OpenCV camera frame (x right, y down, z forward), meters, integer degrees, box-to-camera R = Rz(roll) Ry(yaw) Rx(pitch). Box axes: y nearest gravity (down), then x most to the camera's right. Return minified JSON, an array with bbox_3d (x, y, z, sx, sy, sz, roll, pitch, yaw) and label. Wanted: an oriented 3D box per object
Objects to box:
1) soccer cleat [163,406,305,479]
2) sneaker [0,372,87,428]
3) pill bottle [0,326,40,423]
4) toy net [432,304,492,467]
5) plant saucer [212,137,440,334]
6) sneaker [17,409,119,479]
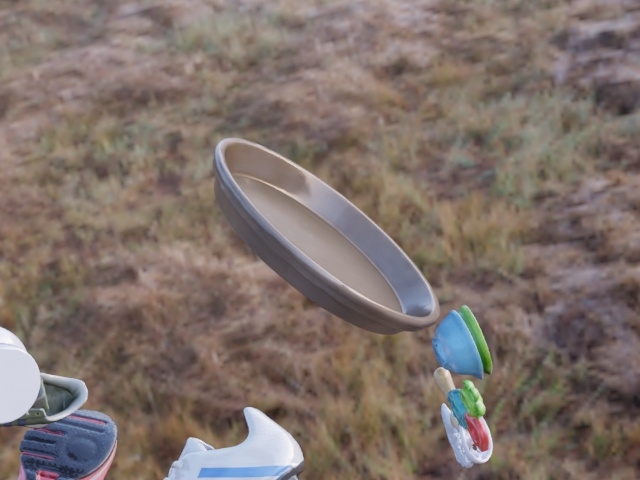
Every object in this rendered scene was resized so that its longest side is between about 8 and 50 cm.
[{"bbox_3d":[-0.177,0.357,1.863,0.331,0.143,0.116,-36,-11,-7],"label":"soccer cleat"},{"bbox_3d":[-0.335,0.170,1.490,0.086,0.064,0.192,-22,-17,32],"label":"sneaker"},{"bbox_3d":[-0.303,0.108,1.177,0.086,0.086,0.152,-28,23,-31],"label":"pill bottle"},{"bbox_3d":[0.153,0.169,1.358,0.045,0.232,0.122,-23,53,-7],"label":"toy net"},{"bbox_3d":[0.000,0.000,1.360,0.041,0.278,0.278,-50,16,16],"label":"plant saucer"},{"bbox_3d":[-0.353,0.350,1.782,0.116,0.136,0.314,16,40,5],"label":"sneaker"}]
